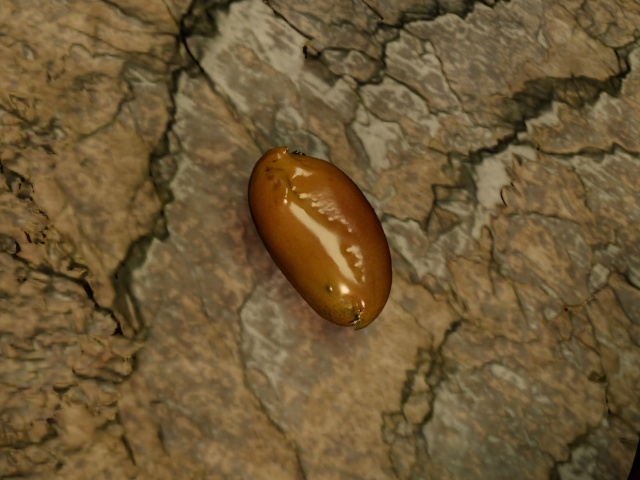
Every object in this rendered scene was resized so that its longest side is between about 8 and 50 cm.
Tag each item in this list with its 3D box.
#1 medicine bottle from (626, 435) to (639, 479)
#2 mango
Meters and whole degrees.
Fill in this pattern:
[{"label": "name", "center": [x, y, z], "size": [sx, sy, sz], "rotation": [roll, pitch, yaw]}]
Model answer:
[{"label": "medicine bottle", "center": [0.217, 0.192, 0.791], "size": [0.395, 0.242, 0.242], "rotation": [-22, 66, -26]}, {"label": "mango", "center": [0.000, 0.000, 0.928], "size": [0.077, 0.063, 0.127], "rotation": [-14, 67, -44]}]
